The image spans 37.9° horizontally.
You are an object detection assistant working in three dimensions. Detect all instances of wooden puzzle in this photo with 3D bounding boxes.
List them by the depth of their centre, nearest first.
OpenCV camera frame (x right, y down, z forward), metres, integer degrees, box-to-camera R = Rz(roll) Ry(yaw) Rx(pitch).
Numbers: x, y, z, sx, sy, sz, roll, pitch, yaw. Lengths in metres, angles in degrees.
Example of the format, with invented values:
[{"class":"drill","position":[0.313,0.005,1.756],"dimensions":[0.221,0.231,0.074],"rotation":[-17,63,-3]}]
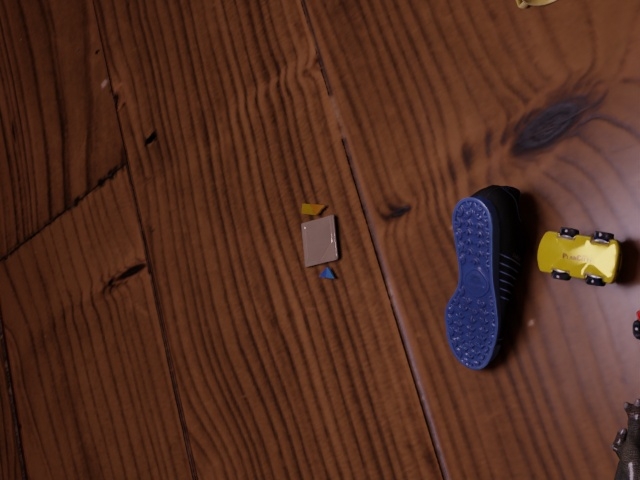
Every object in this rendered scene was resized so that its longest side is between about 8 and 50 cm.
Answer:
[{"class":"wooden puzzle","position":[0.000,0.000,1.371],"dimensions":[0.079,0.014,0.116],"rotation":[-7,81,45]}]

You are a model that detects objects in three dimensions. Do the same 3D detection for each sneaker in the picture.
[{"class":"sneaker","position":[0.210,0.045,1.143],"dimensions":[0.081,0.090,0.232],"rotation":[21,121,40]}]

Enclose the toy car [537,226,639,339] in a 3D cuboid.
[{"class":"toy car","position":[0.378,0.016,1.006],"dimensions":[0.239,0.053,0.225],"rotation":[51,118,32]}]

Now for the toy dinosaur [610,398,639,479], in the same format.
[{"class":"toy dinosaur","position":[0.349,0.242,0.940],"dimensions":[0.314,0.121,0.160],"rotation":[-31,32,40]}]

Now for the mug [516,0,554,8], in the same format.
[{"class":"mug","position":[0.262,-0.328,1.140],"dimensions":[0.078,0.062,0.064],"rotation":[-25,62,31]}]
